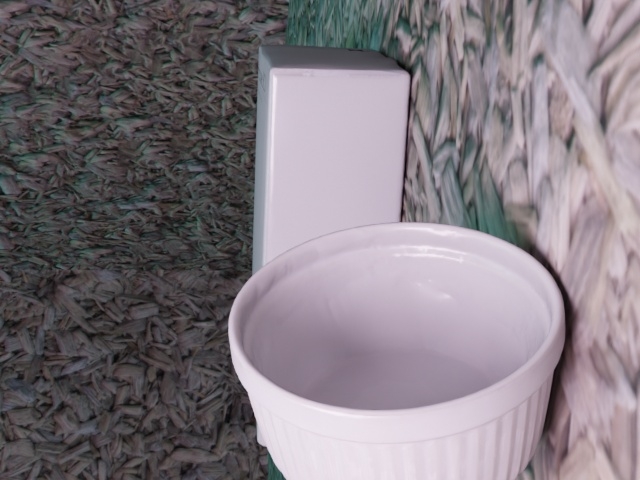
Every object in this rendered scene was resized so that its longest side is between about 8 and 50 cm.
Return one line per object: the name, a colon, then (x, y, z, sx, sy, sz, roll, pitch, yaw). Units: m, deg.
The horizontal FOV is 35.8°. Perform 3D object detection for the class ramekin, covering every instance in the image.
ramekin: (0.051, 0.085, 0.637, 0.207, 0.207, 0.109, -101, 3, -59)

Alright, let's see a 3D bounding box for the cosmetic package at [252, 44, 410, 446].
cosmetic package: (0.000, 0.000, 1.222, 0.230, 0.162, 0.453, -111, 23, -72)
